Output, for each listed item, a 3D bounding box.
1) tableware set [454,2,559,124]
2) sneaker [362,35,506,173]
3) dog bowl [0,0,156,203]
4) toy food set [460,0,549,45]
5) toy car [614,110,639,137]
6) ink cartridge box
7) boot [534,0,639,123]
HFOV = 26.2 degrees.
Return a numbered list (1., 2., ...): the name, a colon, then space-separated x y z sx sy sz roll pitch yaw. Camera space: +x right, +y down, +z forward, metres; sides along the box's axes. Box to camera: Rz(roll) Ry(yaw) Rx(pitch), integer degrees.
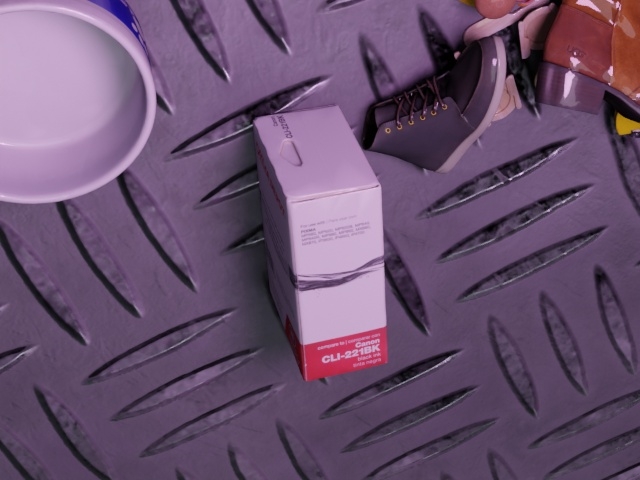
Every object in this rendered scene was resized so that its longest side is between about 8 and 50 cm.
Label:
1. tableware set: 0.244 -0.213 1.692 0.168 0.020 0.141 -24 135 9
2. sneaker: 0.135 -0.163 1.647 0.118 0.083 0.222 8 140 -17
3. dog bowl: -0.316 -0.172 1.508 0.264 0.104 0.265 -7 132 -8
4. toy food set: 0.207 -0.320 1.588 0.128 0.071 0.218 -21 128 0
5. toy car: 0.510 -0.202 1.770 0.239 0.053 0.225 20 117 -28
6. ink cartridge box: 0.000 0.000 1.679 0.114 0.197 0.273 -12 127 -9
7. boot: 0.394 -0.281 1.645 0.264 0.096 0.280 10 99 -15
